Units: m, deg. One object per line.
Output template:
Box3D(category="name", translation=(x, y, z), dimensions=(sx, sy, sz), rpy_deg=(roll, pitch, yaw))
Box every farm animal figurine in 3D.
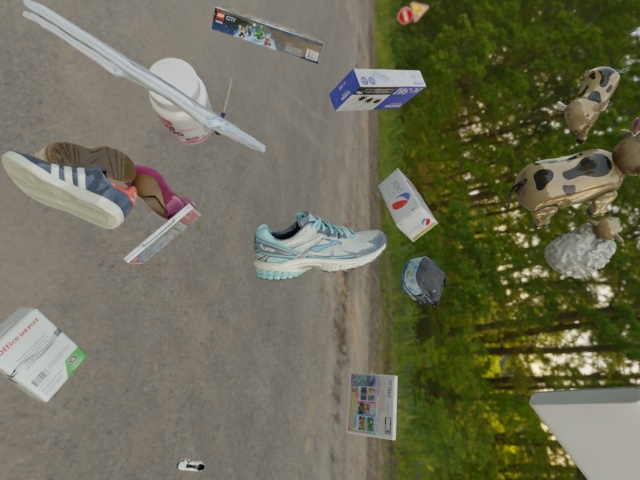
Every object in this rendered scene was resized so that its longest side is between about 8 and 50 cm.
Box3D(category="farm animal figurine", translation=(0.482, -0.140, 0.712), dimensions=(0.172, 0.327, 0.330), rpy_deg=(43, 21, -58))

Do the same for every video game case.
Box3D(category="video game case", translation=(-0.563, -0.019, 1.494), dimensions=(0.025, 0.285, 0.204), rpy_deg=(48, -9, -3))
Box3D(category="video game case", translation=(0.138, 0.441, 1.108), dimensions=(0.019, 0.143, 0.157), rpy_deg=(30, 59, -47))

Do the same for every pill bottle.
Box3D(category="pill bottle", translation=(-0.414, -0.408, 1.231), dimensions=(0.283, 0.161, 0.160), rpy_deg=(139, -59, -80))

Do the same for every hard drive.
Box3D(category="hard drive", translation=(0.668, 0.472, 0.901), dimensions=(0.353, 0.233, 0.047), rpy_deg=(51, 51, -5))

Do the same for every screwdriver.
Box3D(category="screwdriver", translation=(-0.246, -0.340, 1.062), dimensions=(0.024, 0.170, 0.025), rpy_deg=(-15, 64, -37))

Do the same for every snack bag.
Box3D(category="snack bag", translation=(-0.271, -0.260, 0.735), dimensions=(0.343, 0.037, 0.323), rpy_deg=(33, 7, 3))

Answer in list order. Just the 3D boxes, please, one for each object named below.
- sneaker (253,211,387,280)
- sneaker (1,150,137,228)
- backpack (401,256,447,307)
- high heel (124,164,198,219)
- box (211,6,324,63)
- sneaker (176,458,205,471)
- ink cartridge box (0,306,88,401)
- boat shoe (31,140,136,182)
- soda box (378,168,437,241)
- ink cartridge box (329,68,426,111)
Box3D(category="sneaker", translation=(0.000, 0.000, 0.841), dimensions=(0.110, 0.283, 0.122), rpy_deg=(-130, -149, -72))
Box3D(category="sneaker", translation=(-0.677, -0.163, 1.139), dimensions=(0.350, 0.131, 0.148), rpy_deg=(28, 48, -4))
Box3D(category="backpack", translation=(0.265, 0.104, 1.091), dimensions=(0.114, 0.084, 0.105), rpy_deg=(46, 57, -26))
Box3D(category="high heel", translation=(-0.664, -0.193, 1.582), dimensions=(0.127, 0.378, 0.181), rpy_deg=(-67, 169, 14))
Box3D(category="box", translation=(-0.109, -0.461, 0.921), dimensions=(0.159, 0.233, 0.044), rpy_deg=(-92, -161, -60))
Box3D(category="sneaker", translation=(-0.478, 0.835, 1.528), dimensions=(0.109, 0.044, 0.040), rpy_deg=(19, 64, -30))
Box3D(category="ink cartridge box", translation=(-0.751, 0.295, 1.077), dimensions=(0.153, 0.087, 0.208), rpy_deg=(-59, 138, -41))
Box3D(category="boat shoe", translation=(-0.797, -0.266, 1.416), dimensions=(0.341, 0.110, 0.121), rpy_deg=(7, 77, -66))
Box3D(category="soda box", translation=(0.208, -0.092, 1.011), dimensions=(0.069, 0.074, 0.216), rpy_deg=(40, 21, -25))
Box3D(category="ink cartridge box", translation=(0.131, -0.338, 0.927), dimensions=(0.207, 0.097, 0.046), rpy_deg=(-16, 83, -35))
